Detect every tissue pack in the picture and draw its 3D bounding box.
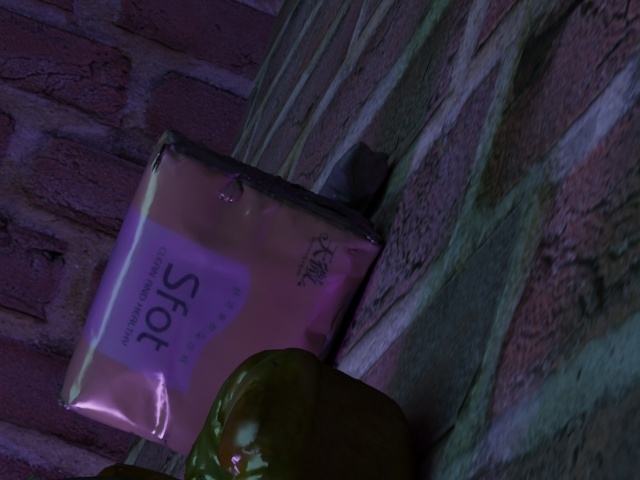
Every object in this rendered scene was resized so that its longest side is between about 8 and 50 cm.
[{"bbox_3d":[-0.086,0.060,1.708,0.123,0.215,0.256,-55,-12,-78],"label":"tissue pack"}]

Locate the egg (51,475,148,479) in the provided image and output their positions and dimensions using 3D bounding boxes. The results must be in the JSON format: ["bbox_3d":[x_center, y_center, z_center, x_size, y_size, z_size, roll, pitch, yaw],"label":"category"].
[{"bbox_3d":[-0.128,0.296,0.845,0.428,0.345,0.345,-59,-2,-45],"label":"egg"}]

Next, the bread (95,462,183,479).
[{"bbox_3d":[-0.196,0.353,1.963,0.227,0.142,0.253,-89,21,-47],"label":"bread"}]

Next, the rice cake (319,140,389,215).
[{"bbox_3d":[0.001,0.000,1.838,0.270,0.049,0.055,120,168,-52],"label":"rice cake"}]

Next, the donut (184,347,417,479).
[{"bbox_3d":[-0.026,0.176,1.252,0.261,0.128,0.208,154,138,-79],"label":"donut"}]

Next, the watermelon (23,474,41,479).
[{"bbox_3d":[-0.127,0.293,1.206,0.283,0.250,0.292,32,-116,-57],"label":"watermelon"}]
